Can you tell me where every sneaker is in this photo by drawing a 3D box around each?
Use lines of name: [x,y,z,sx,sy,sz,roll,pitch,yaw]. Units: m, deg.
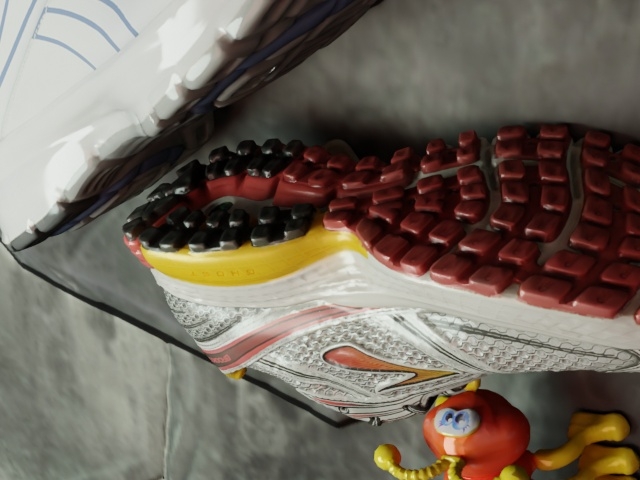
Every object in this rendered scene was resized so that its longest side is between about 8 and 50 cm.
sneaker: [0.039,0.016,0.411,0.225,0.088,0.093,4,130,35]
sneaker: [-0.067,-0.096,0.403,0.297,0.111,0.129,-28,94,46]

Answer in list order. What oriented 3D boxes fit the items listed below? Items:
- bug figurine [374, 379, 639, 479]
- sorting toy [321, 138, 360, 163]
bug figurine: [0.157,0.134,0.409,0.279,0.072,0.216,-4,117,40]
sorting toy: [0.000,0.000,0.482,0.062,0.012,0.083,52,137,-4]
